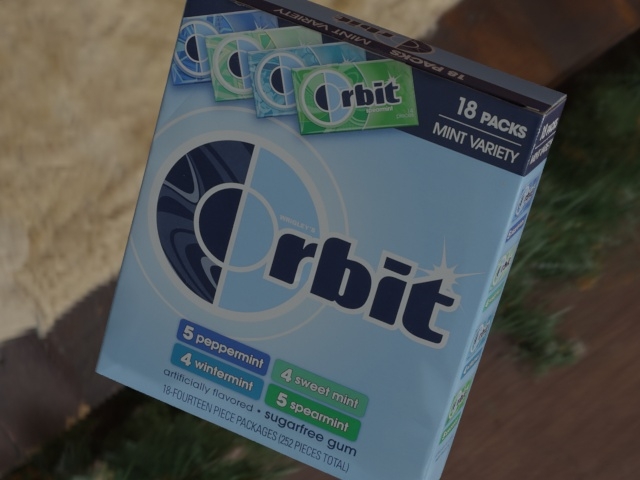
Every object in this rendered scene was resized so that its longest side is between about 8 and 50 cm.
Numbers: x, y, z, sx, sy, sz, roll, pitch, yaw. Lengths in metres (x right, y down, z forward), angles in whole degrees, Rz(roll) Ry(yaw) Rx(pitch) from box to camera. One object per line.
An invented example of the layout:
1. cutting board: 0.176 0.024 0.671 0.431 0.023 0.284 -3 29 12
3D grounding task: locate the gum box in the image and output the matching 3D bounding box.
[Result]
1. gum box: 0.000 0.000 0.797 0.157 0.041 0.184 22 113 15
